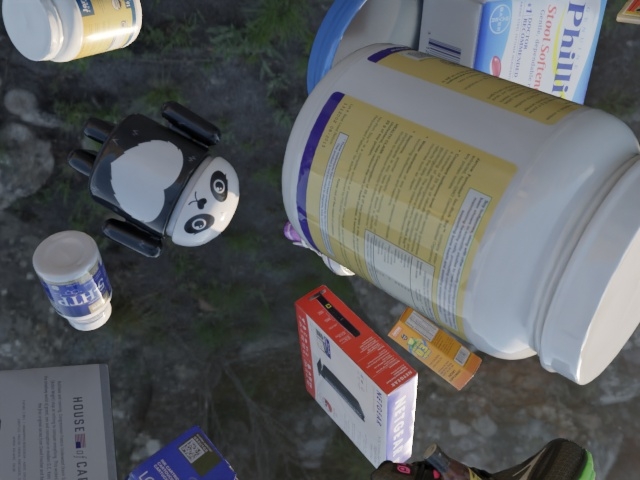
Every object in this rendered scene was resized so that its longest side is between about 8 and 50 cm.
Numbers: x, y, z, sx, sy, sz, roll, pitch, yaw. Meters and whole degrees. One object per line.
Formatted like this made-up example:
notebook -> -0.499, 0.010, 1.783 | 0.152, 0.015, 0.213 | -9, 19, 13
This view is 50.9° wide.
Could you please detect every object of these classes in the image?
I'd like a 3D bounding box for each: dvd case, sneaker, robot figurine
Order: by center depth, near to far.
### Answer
dvd case -> -0.313, 0.206, 0.619 | 0.238, 0.179, 0.030 | 1, 143, -25
sneaker -> 0.176, 0.398, 0.976 | 0.482, 0.202, 0.185 | -24, 160, -6
robot figurine -> -0.272, -0.103, 1.122 | 0.278, 0.174, 0.209 | 28, 134, -2
sneaker -> 0.000, 0.001, 1.266 | 0.160, 0.102, 0.282 | 0, -169, 10

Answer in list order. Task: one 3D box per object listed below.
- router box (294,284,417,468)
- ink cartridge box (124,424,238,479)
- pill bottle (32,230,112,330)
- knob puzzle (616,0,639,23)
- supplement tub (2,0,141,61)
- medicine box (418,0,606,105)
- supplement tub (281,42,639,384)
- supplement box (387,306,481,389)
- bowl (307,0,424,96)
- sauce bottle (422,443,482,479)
router box -> 0.075, 0.307, 1.468 | 0.082, 0.301, 0.336 | -30, 139, -24
ink cartridge box -> -0.215, 0.487, 1.078 | 0.151, 0.270, 0.395 | -28, 161, -50
pill bottle -> -0.448, 0.081, 1.240 | 0.111, 0.112, 0.187 | -4, 140, -4
knob puzzle -> 0.628, -0.420, 1.145 | 0.213, 0.213, 0.030 | -9, 132, 6
supplement tub -> -0.431, -0.396, 1.177 | 0.144, 0.144, 0.199 | -34, -178, 41
medicine box -> 0.317, -0.302, 1.151 | 0.289, 0.149, 0.264 | -16, 124, -27
supplement tub -> 0.150, -0.036, 0.654 | 0.241, 0.331, 0.241 | -31, 137, -34
supplement box -> 0.293, 0.276, 1.735 | 0.233, 0.080, 0.078 | 38, 134, 11
bowl -> 0.135, -0.359, 1.337 | 0.391, 0.077, 0.391 | -29, 140, -27
sauce bottle -> 0.188, 0.318, 0.877 | 0.128, 0.042, 0.042 | 45, 137, -4
